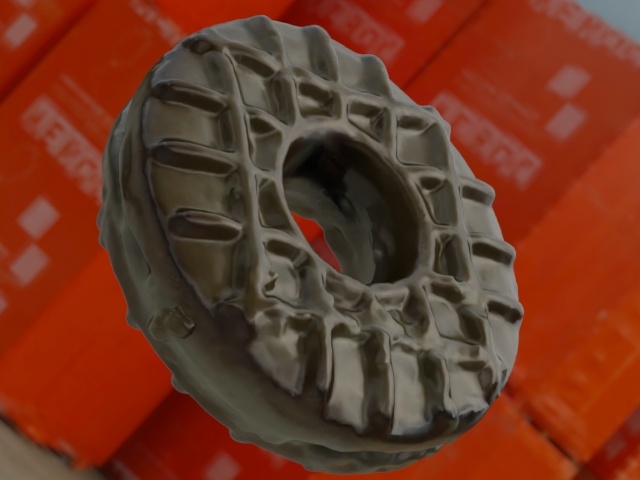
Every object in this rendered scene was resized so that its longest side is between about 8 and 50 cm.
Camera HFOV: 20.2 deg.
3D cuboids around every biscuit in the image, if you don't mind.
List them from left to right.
[{"bbox_3d":[0.000,0.000,1.191,0.332,0.103,0.332,26,44,-28],"label":"biscuit"}]
